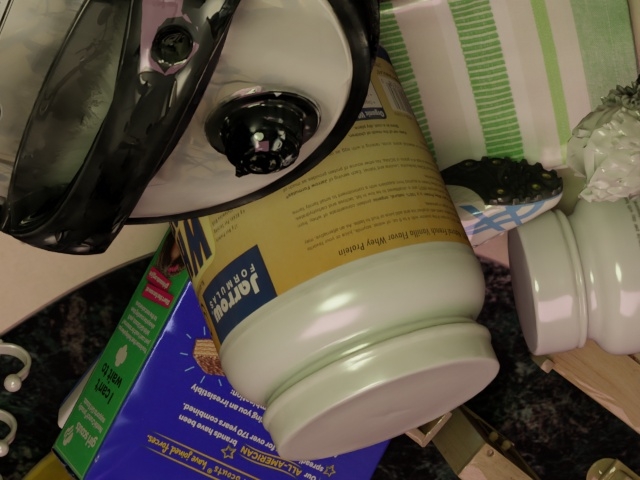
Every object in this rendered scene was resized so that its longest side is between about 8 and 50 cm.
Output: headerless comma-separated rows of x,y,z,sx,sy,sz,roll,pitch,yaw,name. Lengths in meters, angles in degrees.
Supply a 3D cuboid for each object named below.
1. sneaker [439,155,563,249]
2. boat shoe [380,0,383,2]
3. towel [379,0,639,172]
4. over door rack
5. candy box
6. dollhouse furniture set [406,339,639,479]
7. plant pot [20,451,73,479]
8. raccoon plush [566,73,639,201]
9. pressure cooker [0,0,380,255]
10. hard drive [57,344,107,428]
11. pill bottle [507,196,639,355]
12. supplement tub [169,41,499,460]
0.113,-0.010,1.648,0.237,0.085,0.086,-20,129,-8,sneaker
0.023,-0.235,1.489,0.102,0.108,0.301,35,117,-29,boat shoe
0.132,-0.131,1.639,0.324,0.038,0.248,-12,133,10,towel
-0.485,0.195,1.886,0.324,0.108,0.239,10,133,-12,over door rack
-0.060,0.131,1.714,0.268,0.122,0.317,28,88,-23,candy box
0.258,0.101,1.876,0.303,0.174,0.355,38,94,-18,dollhouse furniture set
-0.229,0.354,1.976,0.254,0.254,0.239,-34,112,28,plant pot
0.460,-0.064,1.444,0.446,0.299,0.216,-29,119,-29,raccoon plush
-0.137,-0.211,1.250,0.375,0.420,0.370,-14,145,15,pressure cooker
-0.111,0.127,1.882,0.210,0.040,0.319,22,129,-23,hard drive
0.329,0.021,1.694,0.283,0.160,0.160,-9,135,-2,pill bottle
0.000,0.000,1.476,0.228,0.316,0.228,-20,160,-7,supplement tub
